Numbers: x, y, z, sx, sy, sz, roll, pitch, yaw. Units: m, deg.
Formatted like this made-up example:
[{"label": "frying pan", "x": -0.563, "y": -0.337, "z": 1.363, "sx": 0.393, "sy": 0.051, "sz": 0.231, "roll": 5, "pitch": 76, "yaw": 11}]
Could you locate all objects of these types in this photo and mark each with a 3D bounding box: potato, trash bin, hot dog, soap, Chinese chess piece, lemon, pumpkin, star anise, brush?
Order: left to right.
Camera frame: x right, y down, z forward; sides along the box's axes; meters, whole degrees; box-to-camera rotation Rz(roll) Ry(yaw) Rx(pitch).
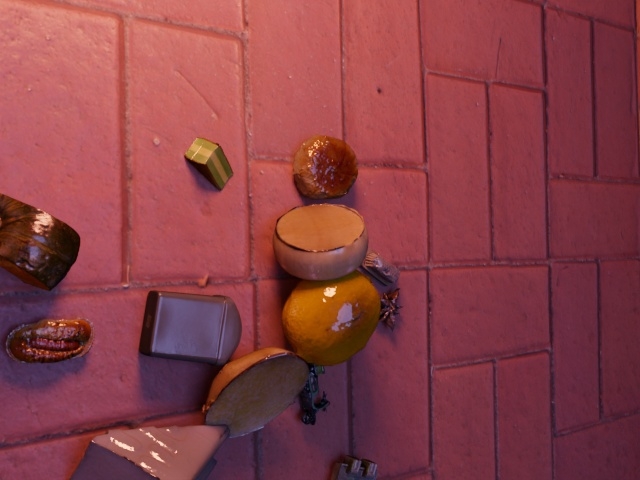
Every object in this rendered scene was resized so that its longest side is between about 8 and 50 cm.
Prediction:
[{"label": "pumpkin", "x": -0.655, "y": -0.006, "z": 1.438, "sx": 0.281, "sy": 0.190, "sz": 0.139, "roll": 23, "pitch": 71, "yaw": 11}, {"label": "hot dog", "x": -0.595, "y": 0.221, "z": 1.493, "sx": 0.192, "sy": 0.053, "sz": 0.099, "roll": 0, "pitch": 86, "yaw": -38}, {"label": "soap", "x": -0.397, "y": 0.512, "z": 1.604, "sx": 0.158, "sy": 0.258, "sz": 0.302, "roll": -68, "pitch": 171, "yaw": 19}, {"label": "trash bin", "x": -0.314, "y": 0.216, "z": 1.671, "sx": 0.236, "sy": 0.101, "sz": 0.176, "roll": 11, "pitch": 84, "yaw": -33}, {"label": "potato", "x": -0.172, "y": 0.369, "z": 1.733, "sx": 0.299, "sy": 0.116, "sz": 0.239, "roll": -44, "pitch": 131, "yaw": 8}, {"label": "Chinese chess piece", "x": 0.000, "y": 0.000, "z": 1.803, "sx": 0.257, "sy": 0.257, "sz": 0.104, "roll": -29, "pitch": 131, "yaw": -33}, {"label": "lemon", "x": 0.026, "y": 0.200, "z": 1.824, "sx": 0.261, "sy": 0.260, "sz": 0.284, "roll": 30, "pitch": 91, "yaw": -32}, {"label": "brush", "x": 0.127, "y": 0.038, "z": 2.014, "sx": 0.327, "sy": 0.065, "sz": 0.070, "roll": 38, "pitch": 71, "yaw": -28}, {"label": "star anise", "x": 0.212, "y": 0.218, "z": 2.073, "sx": 0.124, "sy": 0.056, "sz": 0.129, "roll": -11, "pitch": 96, "yaw": -36}]

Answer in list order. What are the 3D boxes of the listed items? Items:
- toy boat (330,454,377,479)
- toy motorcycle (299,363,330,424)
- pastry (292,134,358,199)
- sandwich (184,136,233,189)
[{"label": "toy boat", "x": 0.074, "y": 0.786, "z": 1.944, "sx": 0.141, "sy": 0.092, "sz": 0.319, "roll": 23, "pitch": 77, "yaw": -32}, {"label": "toy motorcycle", "x": -0.023, "y": 0.431, "z": 1.903, "sx": 0.100, "sy": 0.058, "sz": 0.173, "roll": -12, "pitch": 94, "yaw": -41}, {"label": "pastry", "x": 0.017, "y": -0.202, "z": 1.917, "sx": 0.193, "sy": 0.093, "sz": 0.182, "roll": 8, "pitch": 87, "yaw": -36}, {"label": "sandwich", "x": -0.287, "y": -0.198, "z": 1.750, "sx": 0.074, "sy": 0.074, "sz": 0.116, "roll": -57, "pitch": 151, "yaw": -23}]
